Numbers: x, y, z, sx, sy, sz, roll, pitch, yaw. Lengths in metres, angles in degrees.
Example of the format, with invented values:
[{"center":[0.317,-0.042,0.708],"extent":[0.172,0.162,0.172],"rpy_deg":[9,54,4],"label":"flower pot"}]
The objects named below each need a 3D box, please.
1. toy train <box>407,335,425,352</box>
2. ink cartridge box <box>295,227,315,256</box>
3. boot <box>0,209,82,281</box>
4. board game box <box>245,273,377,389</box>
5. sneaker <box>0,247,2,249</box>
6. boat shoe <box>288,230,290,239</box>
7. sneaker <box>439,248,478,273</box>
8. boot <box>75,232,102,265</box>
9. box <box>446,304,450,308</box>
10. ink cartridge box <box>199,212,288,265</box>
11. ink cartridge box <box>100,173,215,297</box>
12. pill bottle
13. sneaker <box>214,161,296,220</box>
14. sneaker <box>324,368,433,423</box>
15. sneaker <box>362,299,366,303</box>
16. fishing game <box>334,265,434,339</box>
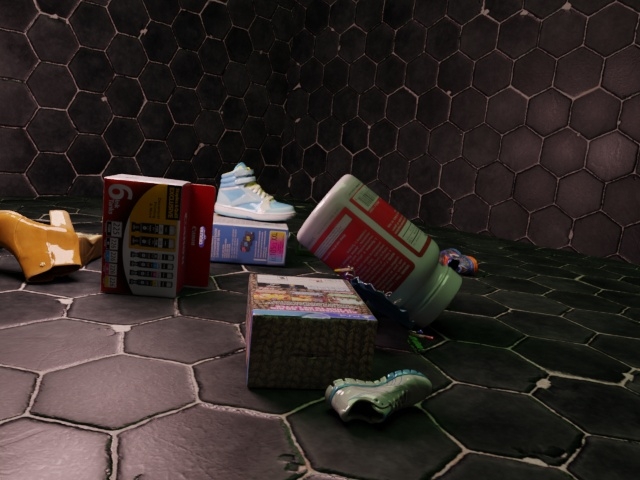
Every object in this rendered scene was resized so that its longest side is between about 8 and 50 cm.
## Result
[{"center":[0.225,0.245,1.214],"extent":[0.024,0.017,0.083],"rpy_deg":[15,9,-9],"label":"toy train"},{"center":[0.000,0.000,2.226],"extent":[0.189,0.097,0.255],"rpy_deg":[6,11,2],"label":"ink cartridge box"},{"center":[-0.827,0.024,1.430],"extent":[0.295,0.104,0.211],"rpy_deg":[-10,57,-23],"label":"boot"},{"center":[-0.035,0.178,1.075],"extent":[0.232,0.141,0.291],"rpy_deg":[4,10,-9],"label":"board game box"},{"center":[-1.037,-0.005,1.602],"extent":[0.295,0.124,0.178],"rpy_deg":[11,20,31],"label":"sneaker"},{"center":[-0.234,-0.068,2.488],"extent":[0.118,0.103,0.320],"rpy_deg":[-44,24,-12],"label":"boat shoe"},{"center":[0.545,0.086,2.126],"extent":[0.087,0.083,0.221],"rpy_deg":[-7,11,-23],"label":"sneaker"},{"center":[-0.831,0.017,1.643],"extent":[0.203,0.095,0.262],"rpy_deg":[6,8,-1],"label":"boot"},{"center":[0.265,0.174,1.586],"extent":[0.225,0.036,0.136],"rpy_deg":[1,11,-20],"label":"box"},{"center":[-0.327,-0.012,1.946],"extent":[0.395,0.151,0.270],"rpy_deg":[6,9,-8],"label":"ink cartridge box"},{"center":[-0.440,-0.012,1.418],"extent":[0.272,0.309,0.130],"rpy_deg":[5,10,-4],"label":"ink cartridge box"},{"center":[0.158,0.034,1.364],"extent":[0.408,0.229,0.229],"rpy_deg":[39,13,1],"label":"pill bottle"},{"center":[-0.243,-0.186,1.970],"extent":[0.319,0.208,0.127],"rpy_deg":[7,8,5],"label":"sneaker"},{"center":[0.109,0.273,0.873],"extent":[0.191,0.071,0.083],"rpy_deg":[-6,19,-16],"label":"sneaker"},{"center":[0.035,0.162,1.410],"extent":[0.106,0.101,0.267],"rpy_deg":[-6,-2,28],"label":"sneaker"},{"center":[0.150,0.142,1.227],"extent":[0.264,0.041,0.189],"rpy_deg":[39,-13,-4],"label":"fishing game"}]
